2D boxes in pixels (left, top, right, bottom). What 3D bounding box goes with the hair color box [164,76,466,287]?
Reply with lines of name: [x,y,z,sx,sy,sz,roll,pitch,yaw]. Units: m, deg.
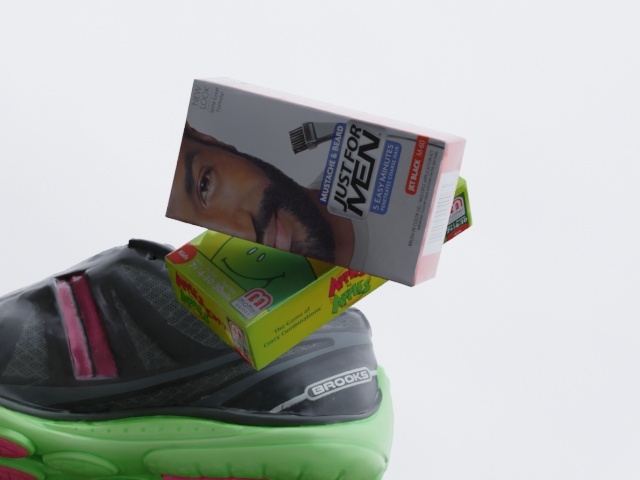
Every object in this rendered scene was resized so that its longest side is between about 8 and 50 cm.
hair color box: [-0.004,-0.038,1.229,0.167,0.053,0.093,15,-81,18]

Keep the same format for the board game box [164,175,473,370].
board game box: [0.000,0.000,1.296,0.092,0.181,0.043,38,-28,40]

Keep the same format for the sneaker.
sneaker: [-0.179,0.099,1.591,0.185,0.483,0.202,106,-6,-61]
